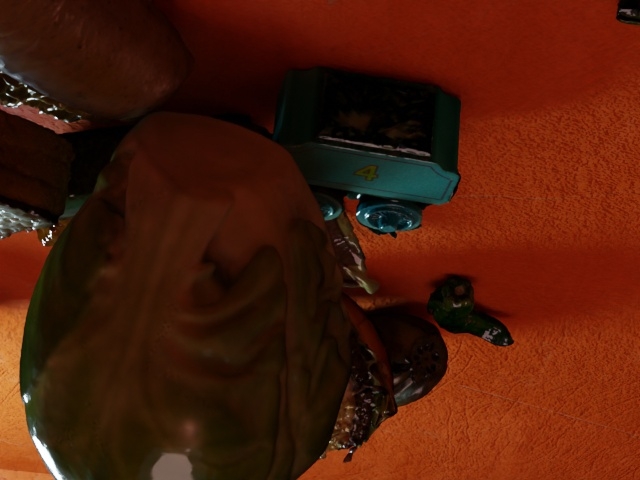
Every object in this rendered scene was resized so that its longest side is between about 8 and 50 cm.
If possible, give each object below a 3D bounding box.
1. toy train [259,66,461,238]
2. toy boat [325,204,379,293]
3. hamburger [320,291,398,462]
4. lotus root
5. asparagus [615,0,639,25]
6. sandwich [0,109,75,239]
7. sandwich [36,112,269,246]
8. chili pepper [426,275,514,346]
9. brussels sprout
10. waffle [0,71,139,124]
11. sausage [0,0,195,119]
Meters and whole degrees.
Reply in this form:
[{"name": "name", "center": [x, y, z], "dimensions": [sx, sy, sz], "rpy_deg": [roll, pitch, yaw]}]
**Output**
[{"name": "toy train", "center": [0.039, -0.081, 1.483], "dimensions": [0.198, 0.107, 0.154], "rpy_deg": [9, 153, -7]}, {"name": "toy boat", "center": [-0.008, -0.005, 1.723], "dimensions": [0.099, 0.108, 0.293], "rpy_deg": [31, 174, 19]}, {"name": "hamburger", "center": [-0.015, 0.162, 2.010], "dimensions": [0.139, 0.243, 0.261], "rpy_deg": [-24, 166, -36]}, {"name": "lotus root", "center": [0.067, 0.158, 2.134], "dimensions": [0.124, 0.123, 0.241], "rpy_deg": [37, 151, -31]}, {"name": "asparagus", "center": [0.344, -0.164, 1.264], "dimensions": [0.233, 0.023, 0.022], "rpy_deg": [8, -169, 0]}, {"name": "sandwich", "center": [-0.399, -0.068, 1.432], "dimensions": [0.273, 0.095, 0.249], "rpy_deg": [-12, 153, 41]}, {"name": "sandwich", "center": [-0.192, -0.016, 1.628], "dimensions": [0.250, 0.162, 0.301], "rpy_deg": [-3, 170, -17]}, {"name": "chili pepper", "center": [0.179, 0.093, 2.018], "dimensions": [0.073, 0.050, 0.182], "rpy_deg": [-10, 158, 23]}, {"name": "brussels sprout", "center": [-0.116, 0.074, 1.411], "dimensions": [0.281, 0.354, 0.289], "rpy_deg": [21, -156, 31]}, {"name": "waffle", "center": [-0.234, -0.149, 1.467], "dimensions": [0.191, 0.038, 0.191], "rpy_deg": [5, 163, 2]}, {"name": "sausage", "center": [-0.236, -0.206, 1.185], "dimensions": [0.136, 0.123, 0.501], "rpy_deg": [-28, 153, 8]}]
